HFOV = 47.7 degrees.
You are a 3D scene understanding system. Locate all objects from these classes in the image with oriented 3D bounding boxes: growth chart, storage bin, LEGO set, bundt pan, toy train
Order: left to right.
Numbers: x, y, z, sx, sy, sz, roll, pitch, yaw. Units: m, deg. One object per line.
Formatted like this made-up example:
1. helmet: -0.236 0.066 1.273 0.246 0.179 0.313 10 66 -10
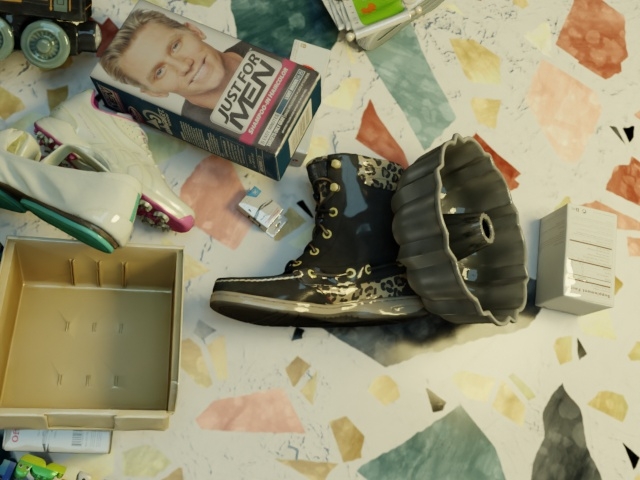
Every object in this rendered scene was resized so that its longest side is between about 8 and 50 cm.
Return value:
1. toy train: -0.526 -0.392 1.174 0.333 0.142 0.190 4 111 -10
2. LEGO set: -0.426 0.367 1.038 0.227 0.087 0.093 25 47 -15
3. storage bin: -0.342 0.139 1.074 0.262 0.123 0.260 4 52 -13
4. growth chart: 0.076 -0.477 1.377 0.172 0.021 0.237 -29 63 -1
5. bundt pan: 0.229 -0.008 1.234 0.330 0.124 0.331 25 58 -47

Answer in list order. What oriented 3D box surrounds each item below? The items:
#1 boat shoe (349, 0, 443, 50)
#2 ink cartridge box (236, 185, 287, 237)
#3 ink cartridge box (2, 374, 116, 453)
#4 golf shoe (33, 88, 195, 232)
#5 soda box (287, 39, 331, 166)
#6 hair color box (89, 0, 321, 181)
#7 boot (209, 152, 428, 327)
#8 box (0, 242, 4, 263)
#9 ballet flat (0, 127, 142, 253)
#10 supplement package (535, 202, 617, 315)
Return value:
1. boat shoe: 0.173 -0.490 1.420 0.302 0.109 0.094 -38 83 -17
2. ink cartridge box: -0.100 -0.050 1.275 0.083 0.028 0.048 39 71 -2
3. ink cartridge box: -0.392 0.266 1.102 0.150 0.063 0.109 6 74 -11
4. golf shoe: -0.319 -0.136 1.204 0.306 0.115 0.140 37 67 -3
5. soda box: -0.042 -0.250 1.322 0.073 0.069 0.216 15 73 -9
6. hair color box: -0.189 -0.255 1.226 0.347 0.105 0.174 23 72 8
7. boot: 0.000 0.000 1.228 0.377 0.138 0.284 2 76 -17
8. box: -0.616 0.029 0.992 0.177 0.290 0.279 42 71 -1
9. ballet flat: -0.440 -0.099 1.110 0.400 0.139 0.139 19 70 18
10. supplement package: 0.475 0.038 1.350 0.105 0.105 0.179 12 73 -10
